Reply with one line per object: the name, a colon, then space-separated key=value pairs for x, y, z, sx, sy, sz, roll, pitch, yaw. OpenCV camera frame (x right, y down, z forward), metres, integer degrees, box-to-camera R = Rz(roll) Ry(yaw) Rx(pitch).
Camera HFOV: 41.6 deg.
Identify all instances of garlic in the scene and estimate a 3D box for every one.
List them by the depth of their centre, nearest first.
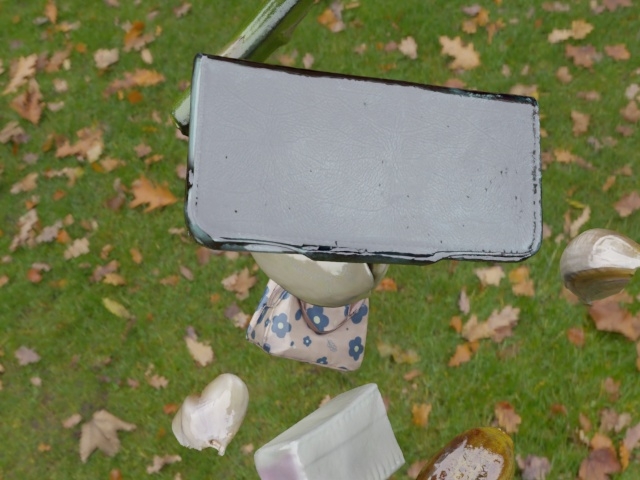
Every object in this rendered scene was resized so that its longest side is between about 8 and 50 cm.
garlic: x=0.417 y=0.040 z=1.286 sx=0.101 sy=0.196 sz=0.087 roll=33 pitch=70 yaw=10
garlic: x=-0.275 y=0.424 z=2.092 sx=0.217 sy=0.110 sz=0.228 roll=-44 pitch=29 yaw=-6

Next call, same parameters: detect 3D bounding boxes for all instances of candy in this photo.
candy: x=0.026 y=0.473 z=1.849 sx=0.145 sy=0.208 sz=0.358 roll=-19 pitch=2 yaw=36

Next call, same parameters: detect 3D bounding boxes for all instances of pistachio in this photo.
pistachio: x=0.000 y=0.000 z=1.446 sx=0.207 sy=0.226 sz=0.332 roll=-25 pitch=37 yaw=-25

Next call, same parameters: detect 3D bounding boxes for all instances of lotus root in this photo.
lotus root: x=0.306 y=0.524 z=1.820 sx=0.193 sy=0.193 sz=0.291 roll=27 pitch=59 yaw=30

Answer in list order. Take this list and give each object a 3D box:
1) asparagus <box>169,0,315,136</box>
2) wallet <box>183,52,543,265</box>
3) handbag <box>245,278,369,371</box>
asparagus: x=-0.107 y=-0.259 z=1.174 sx=0.278 sy=0.067 sz=0.060 roll=-46 pitch=43 yaw=6
wallet: x=0.042 y=-0.064 z=0.740 sx=0.317 sy=0.045 sz=0.173 roll=3 pitch=78 yaw=-12
handbag: x=-0.020 y=0.177 z=1.914 sx=0.190 sy=0.251 sz=0.193 roll=20 pitch=93 yaw=62
